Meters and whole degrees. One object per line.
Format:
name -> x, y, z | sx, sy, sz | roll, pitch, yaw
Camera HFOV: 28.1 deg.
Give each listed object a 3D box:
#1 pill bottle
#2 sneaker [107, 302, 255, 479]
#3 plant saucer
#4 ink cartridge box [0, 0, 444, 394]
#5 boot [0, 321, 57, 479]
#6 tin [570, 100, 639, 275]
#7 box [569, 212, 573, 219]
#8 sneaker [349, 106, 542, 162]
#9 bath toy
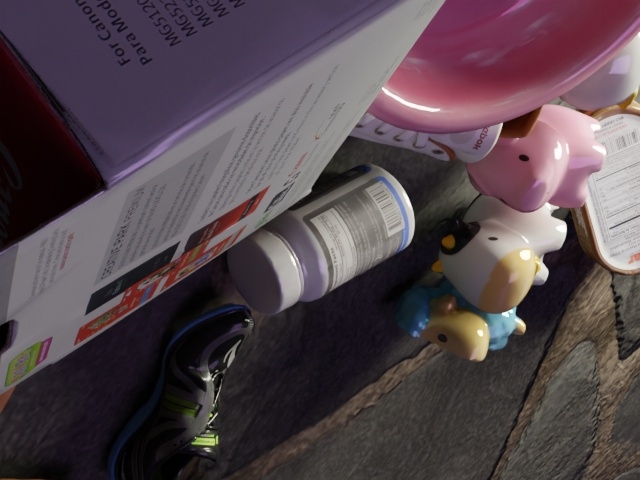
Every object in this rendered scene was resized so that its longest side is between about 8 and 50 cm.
pill bottle -> 0.000, 0.000, 0.990 | 0.137, 0.078, 0.078 | -28, 142, -32
sneaker -> -0.097, 0.131, 0.999 | 0.067, 0.078, 0.188 | 10, 113, -55
plant saucer -> 0.116, -0.221, 0.761 | 0.332, 0.084, 0.332 | -24, 141, -22
ink cartridge box -> -0.104, -0.056, 0.628 | 0.272, 0.130, 0.309 | -35, 174, -24
boot -> -0.225, 0.170, 0.860 | 0.264, 0.096, 0.280 | -53, 149, 1
tin -> 0.301, -0.051, 1.277 | 0.106, 0.040, 0.190 | -22, 115, 0
box -> 0.376, -0.052, 1.403 | 0.156, 0.093, 0.158 | -56, 149, 10
sneaker -> 0.063, -0.115, 0.914 | 0.290, 0.123, 0.106 | -8, 130, -47
bath toy -> 0.174, -0.059, 1.121 | 0.151, 0.129, 0.348 | -85, -167, -58
